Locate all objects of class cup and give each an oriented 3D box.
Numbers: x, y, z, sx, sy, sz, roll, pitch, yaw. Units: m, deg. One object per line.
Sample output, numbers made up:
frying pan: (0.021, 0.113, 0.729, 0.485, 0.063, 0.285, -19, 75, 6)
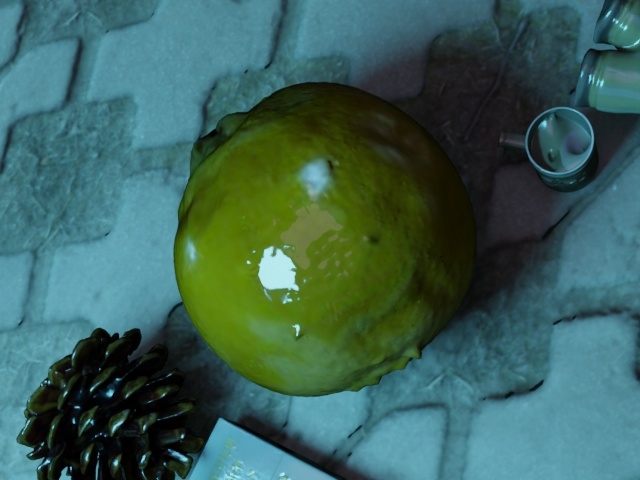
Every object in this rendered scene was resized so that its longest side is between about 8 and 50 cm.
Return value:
cup: (0.249, -0.090, 1.409, 0.102, 0.099, 0.074, -18, 73, 12)

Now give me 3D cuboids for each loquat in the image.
loquat: (0.000, 0.000, 1.349, 0.328, 0.328, 0.329, -3, 77, 15)

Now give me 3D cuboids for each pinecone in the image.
pinecone: (-0.222, 0.202, 1.425, 0.207, 0.208, 0.208, -3, 77, 15)

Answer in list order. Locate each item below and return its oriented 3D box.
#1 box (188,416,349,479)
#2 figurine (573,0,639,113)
box: (-0.033, 0.314, 1.416, 0.242, 0.067, 0.155, 24, 87, 20)
figurine: (0.454, -0.158, 1.305, 0.380, 0.203, 0.248, 14, 58, 17)
